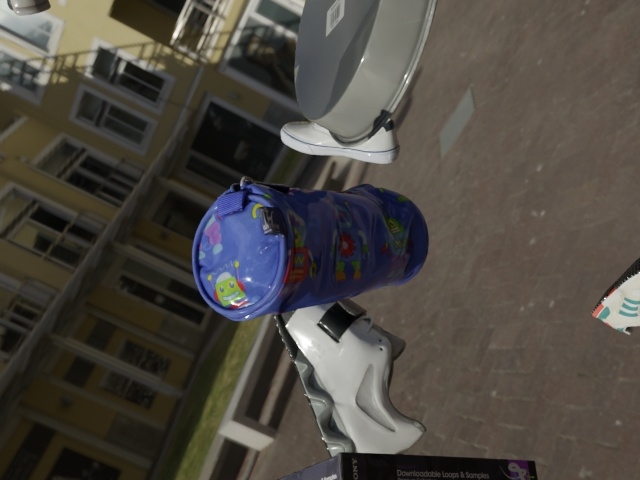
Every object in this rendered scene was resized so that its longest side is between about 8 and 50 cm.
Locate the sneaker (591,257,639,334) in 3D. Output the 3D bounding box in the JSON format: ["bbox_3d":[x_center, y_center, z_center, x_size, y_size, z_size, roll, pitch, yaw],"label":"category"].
[{"bbox_3d":[0.465,0.085,1.035,0.057,0.075,0.161,-44,-17,-30],"label":"sneaker"}]

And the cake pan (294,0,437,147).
[{"bbox_3d":[0.040,-0.256,0.812,0.293,0.054,0.293,-171,90,-68],"label":"cake pan"}]

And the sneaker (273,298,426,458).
[{"bbox_3d":[0.027,0.130,0.919,0.146,0.330,0.122,-24,-17,-3],"label":"sneaker"}]

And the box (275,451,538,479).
[{"bbox_3d":[0.054,0.177,0.499,0.116,0.162,0.029,-43,42,50],"label":"box"}]

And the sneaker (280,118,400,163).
[{"bbox_3d":[0.037,-0.219,1.390,0.094,0.258,0.091,-46,-40,-49],"label":"sneaker"}]

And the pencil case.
[{"bbox_3d":[0.000,0.000,0.752,0.306,0.119,0.133,-5,-89,-55],"label":"pencil case"}]

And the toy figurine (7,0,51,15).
[{"bbox_3d":[-0.372,-0.260,0.637,0.213,0.209,0.148,-68,-21,-50],"label":"toy figurine"}]
